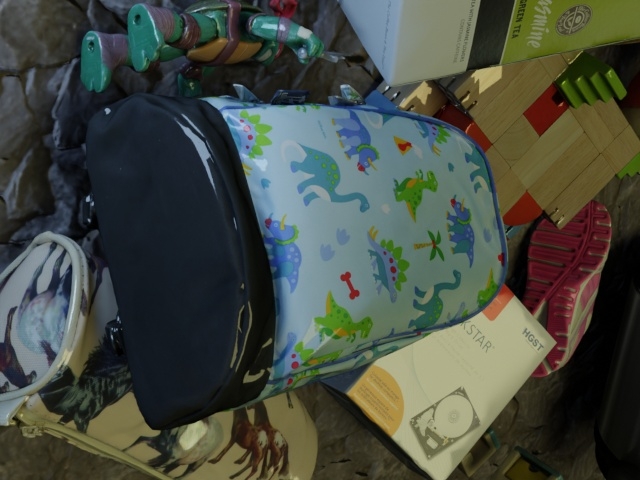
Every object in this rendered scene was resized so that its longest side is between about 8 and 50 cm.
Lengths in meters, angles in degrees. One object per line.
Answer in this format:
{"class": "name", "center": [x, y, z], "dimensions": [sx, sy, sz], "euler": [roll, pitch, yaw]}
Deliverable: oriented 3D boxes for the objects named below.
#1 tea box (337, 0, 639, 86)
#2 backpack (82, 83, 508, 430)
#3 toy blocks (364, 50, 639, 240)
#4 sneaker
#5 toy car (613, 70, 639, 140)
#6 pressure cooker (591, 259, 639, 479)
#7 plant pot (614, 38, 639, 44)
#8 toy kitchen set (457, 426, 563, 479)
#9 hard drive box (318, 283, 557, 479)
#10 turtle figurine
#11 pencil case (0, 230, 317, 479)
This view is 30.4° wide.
{"class": "tea box", "center": [0.184, -0.352, 1.045], "dimensions": [0.324, 0.220, 0.329], "euler": [-11, 139, -15]}
{"class": "backpack", "center": [0.000, 0.000, 1.075], "dimensions": [0.355, 0.273, 0.290], "euler": [5, 70, -57]}
{"class": "toy blocks", "center": [0.200, -0.115, 1.356], "dimensions": [0.261, 0.191, 0.381], "euler": [-46, 133, 2]}
{"class": "sneaker", "center": [0.321, 0.065, 1.586], "dimensions": [0.252, 0.103, 0.111], "euler": [-67, 158, -5]}
{"class": "toy car", "center": [0.485, -0.222, 1.508], "dimensions": [0.210, 0.219, 0.238], "euler": [15, 90, -44]}
{"class": "pressure cooker", "center": [0.585, 0.238, 1.686], "dimensions": [0.370, 0.375, 0.420], "euler": [7, 115, 1]}
{"class": "plant pot", "center": [0.367, -0.387, 1.329], "dimensions": [0.237, 0.237, 0.254], "euler": [-35, 115, -23]}
{"class": "toy kitchen set", "center": [0.238, 0.233, 1.540], "dimensions": [0.122, 0.166, 0.207], "euler": [-41, 132, -17]}
{"class": "hard drive box", "center": [0.142, 0.145, 1.428], "dimensions": [0.181, 0.089, 0.232], "euler": [45, 77, -20]}
{"class": "turtle figurine", "center": [-0.096, -0.173, 1.097], "dimensions": [0.234, 0.118, 0.175], "euler": [-4, 153, -44]}
{"class": "pencil case", "center": [-0.163, 0.161, 1.162], "dimensions": [0.410, 0.160, 0.183], "euler": [40, 62, -44]}
